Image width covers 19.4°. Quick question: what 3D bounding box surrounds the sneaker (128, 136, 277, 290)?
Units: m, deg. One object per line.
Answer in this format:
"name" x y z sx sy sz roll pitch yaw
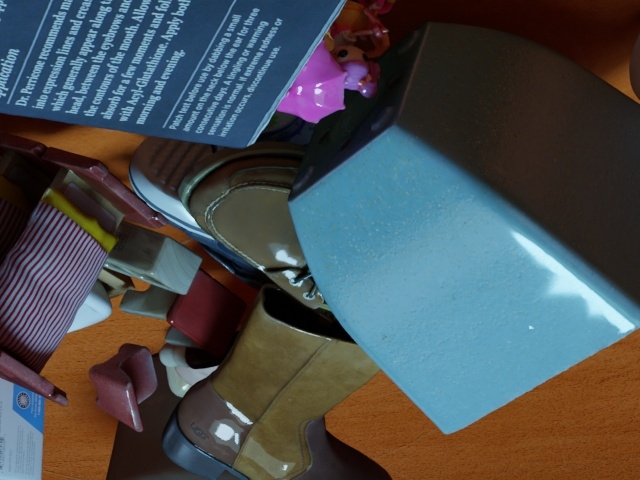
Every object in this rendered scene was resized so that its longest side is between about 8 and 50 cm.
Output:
"sneaker" -0.058 -0.011 1.842 0.321 0.126 0.127 13 136 -30

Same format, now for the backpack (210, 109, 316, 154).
"backpack" -0.045 -0.109 1.693 0.114 0.105 0.084 -13 150 -7

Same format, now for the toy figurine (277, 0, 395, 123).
"toy figurine" 0.004 -0.168 1.526 0.173 0.159 0.130 11 149 -25

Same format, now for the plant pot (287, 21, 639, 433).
"plant pot" 0.121 -0.037 1.592 0.252 0.248 0.247 39 132 -19

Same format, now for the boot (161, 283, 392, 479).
"boot" 0.008 0.163 1.861 0.264 0.096 0.280 27 135 -11

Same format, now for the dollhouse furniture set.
"dollhouse furniture set" -0.202 0.072 1.770 0.152 0.201 0.374 18 166 38

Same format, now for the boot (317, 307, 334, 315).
"boot" 0.089 0.026 2.018 0.207 0.090 0.248 -38 134 26

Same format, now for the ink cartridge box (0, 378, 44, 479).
"ink cartridge box" -0.435 0.227 2.252 0.190 0.140 0.082 12 150 -26

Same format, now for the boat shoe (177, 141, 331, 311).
"boat shoe" 0.000 0.000 1.685 0.111 0.104 0.307 -42 145 22

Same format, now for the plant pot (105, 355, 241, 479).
"plant pot" -0.152 0.265 2.256 0.263 0.229 0.263 -2 152 -1

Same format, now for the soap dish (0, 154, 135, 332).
"soap dish" -0.370 0.026 1.900 0.291 0.118 0.229 -18 149 25

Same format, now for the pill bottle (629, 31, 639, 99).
"pill bottle" 0.389 -0.136 1.663 0.221 0.124 0.124 14 148 -30

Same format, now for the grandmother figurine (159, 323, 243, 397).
"grandmother figurine" -0.071 0.124 2.034 0.208 0.104 0.342 -5 175 -25

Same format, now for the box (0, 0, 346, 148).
"box" -0.201 -0.256 1.196 0.395 0.293 0.212 8 150 -19
